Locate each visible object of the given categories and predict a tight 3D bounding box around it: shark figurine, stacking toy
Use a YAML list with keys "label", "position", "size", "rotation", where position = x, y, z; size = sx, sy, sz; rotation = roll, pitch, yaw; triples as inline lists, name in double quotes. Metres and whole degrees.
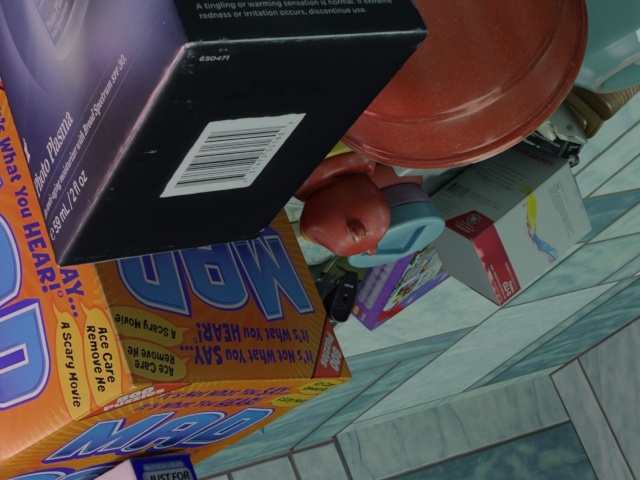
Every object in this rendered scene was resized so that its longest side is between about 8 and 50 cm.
- label: "shark figurine"
  position: [0.214, -0.224, 1.512]
  size: [0.278, 0.166, 0.116]
  rotation: [22, 110, -41]
- label: "stacking toy"
  position: [0.000, 0.000, 1.508]
  size: [0.279, 0.130, 0.309]
  rotation: [-28, 161, 19]

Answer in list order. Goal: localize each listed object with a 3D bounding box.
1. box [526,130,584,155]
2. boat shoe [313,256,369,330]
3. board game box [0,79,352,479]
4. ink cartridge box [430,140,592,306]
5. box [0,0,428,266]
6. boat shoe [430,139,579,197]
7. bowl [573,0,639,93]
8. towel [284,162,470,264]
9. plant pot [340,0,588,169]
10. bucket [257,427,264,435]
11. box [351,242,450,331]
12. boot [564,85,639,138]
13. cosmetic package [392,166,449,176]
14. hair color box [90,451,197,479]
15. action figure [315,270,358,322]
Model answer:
- label: "box"
  position: [0.290, -0.151, 1.676]
  size: [0.029, 0.116, 0.162]
  rotation: [-64, 163, 12]
- label: "boat shoe"
  position: [0.048, 0.066, 2.087]
  size: [0.302, 0.113, 0.103]
  rotation: [-40, -174, 20]
- label: "board game box"
  position: [-0.255, 0.058, 1.287]
  size: [0.356, 0.357, 0.356]
  rotation: [-32, 160, 26]
- label: "ink cartridge box"
  position: [0.248, -0.029, 1.664]
  size: [0.176, 0.128, 0.127]
  rotation: [-38, 126, -13]
- label: "box"
  position: [-0.113, -0.180, 0.883]
  size: [0.182, 0.294, 0.296]
  rotation: [-8, 157, -31]
- label: "boat shoe"
  position: [0.260, -0.073, 1.791]
  size: [0.301, 0.102, 0.108]
  rotation: [-33, 178, -33]
- label: "bowl"
  position: [0.339, -0.264, 1.311]
  size: [0.311, 0.163, 0.311]
  rotation: [-20, 172, -3]
- label: "towel"
  position: [-0.004, -0.066, 1.673]
  size: [0.320, 0.090, 0.374]
  rotation: [-33, 159, 36]
- label: "plant pot"
  position: [0.074, -0.235, 1.040]
  size: [0.272, 0.272, 0.265]
  rotation: [-25, 154, 7]
- label: "bucket"
  position: [-0.218, 0.205, 1.903]
  size: [0.281, 0.183, 0.281]
  rotation: [1, 171, 0]
- label: "box"
  position: [0.181, 0.001, 1.908]
  size: [0.293, 0.057, 0.201]
  rotation: [-31, 155, -42]
- label: "boot"
  position: [0.393, -0.251, 1.616]
  size: [0.220, 0.109, 0.283]
  rotation: [-46, 180, -4]
- label: "cosmetic package"
  position: [0.123, -0.143, 1.473]
  size: [0.085, 0.117, 0.231]
  rotation: [-29, 176, 17]
- label: "hair color box"
  position: [-0.170, 0.405, 1.245]
  size: [0.185, 0.339, 0.110]
  rotation: [-31, 162, 26]
- label: "action figure"
  position: [-0.048, 0.082, 1.924]
  size: [0.185, 0.099, 0.285]
  rotation: [2, -177, -25]
